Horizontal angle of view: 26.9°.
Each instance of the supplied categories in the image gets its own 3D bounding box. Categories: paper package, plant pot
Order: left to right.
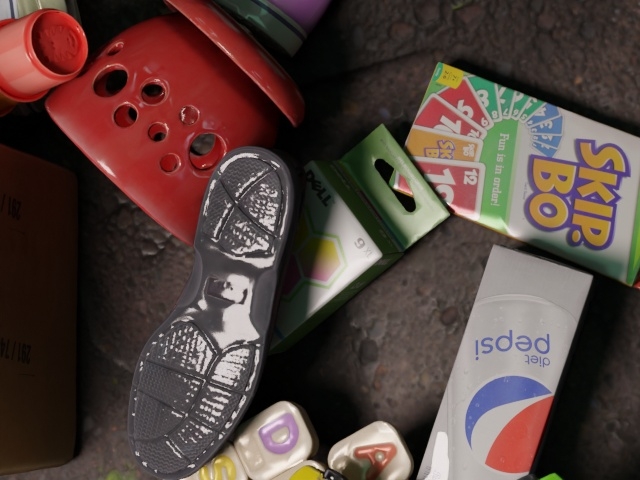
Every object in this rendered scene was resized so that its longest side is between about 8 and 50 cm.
[{"bbox_3d":[-0.350,0.057,1.176,0.168,0.325,0.310,-2,85,14],"label":"paper package"},{"bbox_3d":[-0.123,-0.117,1.203,0.191,0.191,0.174,43,88,14],"label":"plant pot"}]

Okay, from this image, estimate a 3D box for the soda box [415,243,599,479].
[{"bbox_3d":[0.153,0.152,1.152,0.091,0.098,0.286,19,90,15],"label":"soda box"}]

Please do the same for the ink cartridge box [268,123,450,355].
[{"bbox_3d":[0.000,0.000,1.204,0.209,0.062,0.109,-40,77,19],"label":"ink cartridge box"}]

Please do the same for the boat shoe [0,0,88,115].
[{"bbox_3d":[-0.277,-0.275,1.305,0.094,0.109,0.302,-4,95,2],"label":"boat shoe"}]

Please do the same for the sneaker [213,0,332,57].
[{"bbox_3d":[-0.098,-0.309,1.258,0.282,0.102,0.161,33,90,5],"label":"sneaker"}]

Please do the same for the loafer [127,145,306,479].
[{"bbox_3d":[-0.076,0.064,1.157,0.109,0.095,0.303,23,102,17],"label":"loafer"}]

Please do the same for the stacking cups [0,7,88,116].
[{"bbox_3d":[-0.322,-0.147,1.230,0.316,0.096,0.096,-11,82,42],"label":"stacking cups"}]

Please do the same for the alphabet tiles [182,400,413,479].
[{"bbox_3d":[-0.021,0.289,1.134,0.278,0.021,0.284,-31,70,15],"label":"alphabet tiles"}]

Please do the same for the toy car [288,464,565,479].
[{"bbox_3d":[0.105,0.255,1.056,0.225,0.053,0.239,-28,72,9],"label":"toy car"}]

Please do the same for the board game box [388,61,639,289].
[{"bbox_3d":[0.201,-0.056,1.189,0.259,0.039,0.124,23,93,12],"label":"board game box"}]
